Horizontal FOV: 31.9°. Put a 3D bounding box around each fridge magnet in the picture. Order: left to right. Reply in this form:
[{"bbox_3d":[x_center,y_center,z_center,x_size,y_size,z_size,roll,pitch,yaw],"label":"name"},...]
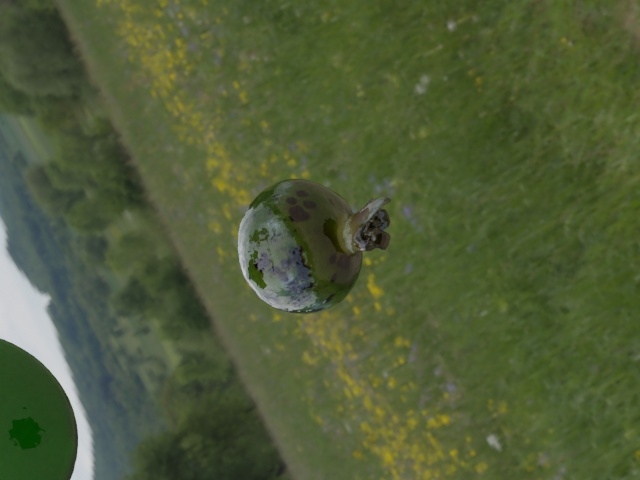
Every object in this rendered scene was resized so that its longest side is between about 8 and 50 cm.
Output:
[{"bbox_3d":[-0.326,0.181,1.027,0.208,0.208,0.088,58,139,16],"label":"fridge magnet"}]

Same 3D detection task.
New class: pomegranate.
[{"bbox_3d":[0.000,0.000,0.978,0.122,0.161,0.122,39,-139,-46],"label":"pomegranate"}]
